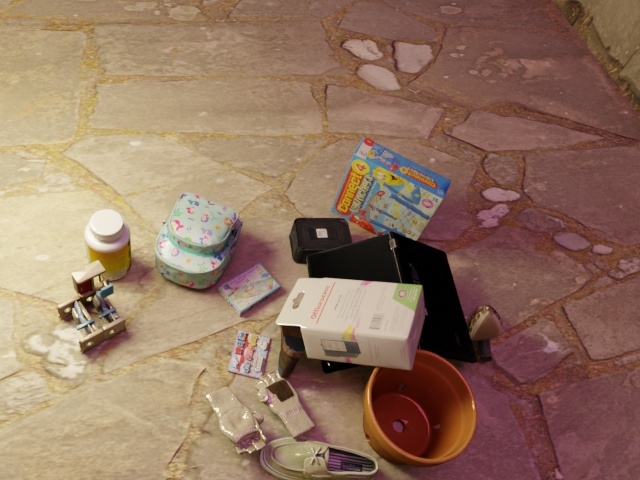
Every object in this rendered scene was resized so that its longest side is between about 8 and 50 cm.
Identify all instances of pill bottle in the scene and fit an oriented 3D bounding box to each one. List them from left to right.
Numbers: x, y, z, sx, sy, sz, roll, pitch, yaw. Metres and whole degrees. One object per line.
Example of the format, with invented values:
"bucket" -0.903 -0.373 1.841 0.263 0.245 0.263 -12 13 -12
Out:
"pill bottle" -0.579 0.011 1.651 0.117 0.215 0.117 8 55 -11

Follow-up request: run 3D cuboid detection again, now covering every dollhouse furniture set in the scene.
"dollhouse furniture set" -0.593 0.172 1.554 0.128 0.184 0.129 -30 68 -31

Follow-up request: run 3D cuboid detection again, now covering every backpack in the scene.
"backpack" -0.358 0.002 1.749 0.225 0.191 0.254 22 58 -2

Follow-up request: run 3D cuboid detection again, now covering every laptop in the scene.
"laptop" 0.208 0.199 1.802 0.407 0.236 0.382 18 50 -37

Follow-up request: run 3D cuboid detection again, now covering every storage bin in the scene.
"storage bin" 0.000 0.000 1.909 0.180 0.084 0.122 0 56 -17

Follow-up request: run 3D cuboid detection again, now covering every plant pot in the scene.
"plant pot" 0.234 0.460 1.582 0.290 0.204 0.291 8 54 -11

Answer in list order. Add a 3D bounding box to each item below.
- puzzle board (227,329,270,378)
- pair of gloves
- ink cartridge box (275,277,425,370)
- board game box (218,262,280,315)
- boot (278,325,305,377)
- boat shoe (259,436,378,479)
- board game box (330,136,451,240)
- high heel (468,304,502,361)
"puzzle board" -0.197 0.314 1.679 0.096 0.011 0.128 15 54 -6
"pair of gloves" -0.154 0.435 1.552 0.240 0.042 0.204 -9 42 -32
"ink cartridge box" 0.082 0.211 1.597 0.353 0.119 0.207 4 37 20
"board game box" -0.209 0.142 1.784 0.154 0.026 0.103 -32 69 -31
"boot" -0.090 0.285 1.696 0.082 0.106 0.219 18 23 -8
"boat shoe" 0.000 0.547 1.521 0.302 0.094 0.109 9 54 -10
"board game box" 0.214 -0.139 1.928 0.301 0.308 0.086 27 55 4
"high heel" 0.480 0.216 1.795 0.093 0.261 0.186 -3 49 9
